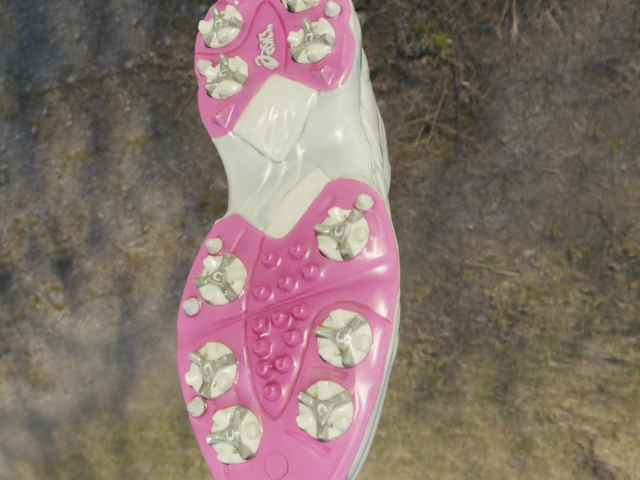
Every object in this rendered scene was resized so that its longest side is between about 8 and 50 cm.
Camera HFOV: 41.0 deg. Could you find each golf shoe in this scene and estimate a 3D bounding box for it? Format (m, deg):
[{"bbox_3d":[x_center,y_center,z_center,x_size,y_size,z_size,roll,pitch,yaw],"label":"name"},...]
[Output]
[{"bbox_3d":[0.000,0.000,0.468,0.115,0.306,0.140,-8,155,19],"label":"golf shoe"}]
